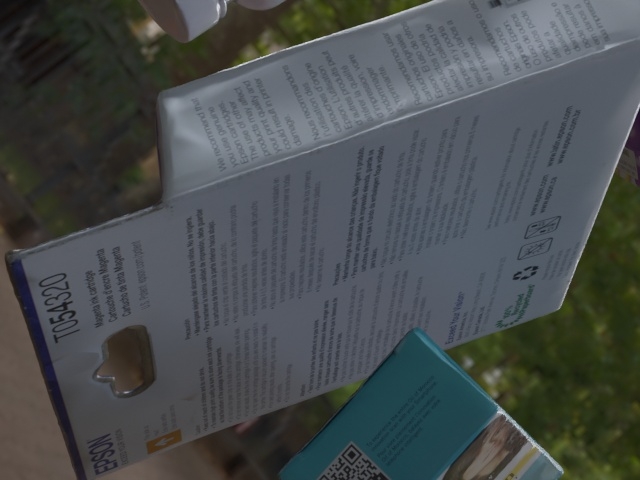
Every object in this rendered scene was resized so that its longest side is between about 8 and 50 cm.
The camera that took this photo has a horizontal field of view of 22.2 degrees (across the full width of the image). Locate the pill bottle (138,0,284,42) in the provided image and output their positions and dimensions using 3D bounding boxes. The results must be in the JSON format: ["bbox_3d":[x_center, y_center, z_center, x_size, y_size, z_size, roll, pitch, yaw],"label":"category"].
[{"bbox_3d":[-0.032,-0.206,0.992,0.112,0.187,0.112,49,-14,17],"label":"pill bottle"}]

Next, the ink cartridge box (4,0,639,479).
[{"bbox_3d":[0.000,0.000,0.883,0.324,0.330,0.071,96,-26,-64],"label":"ink cartridge box"}]

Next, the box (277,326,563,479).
[{"bbox_3d":[0.064,0.125,0.881,0.060,0.100,0.244,43,0,21],"label":"box"}]

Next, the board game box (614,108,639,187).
[{"bbox_3d":[0.255,-0.192,1.163,0.142,0.144,0.275,-127,-158,-72],"label":"board game box"}]
